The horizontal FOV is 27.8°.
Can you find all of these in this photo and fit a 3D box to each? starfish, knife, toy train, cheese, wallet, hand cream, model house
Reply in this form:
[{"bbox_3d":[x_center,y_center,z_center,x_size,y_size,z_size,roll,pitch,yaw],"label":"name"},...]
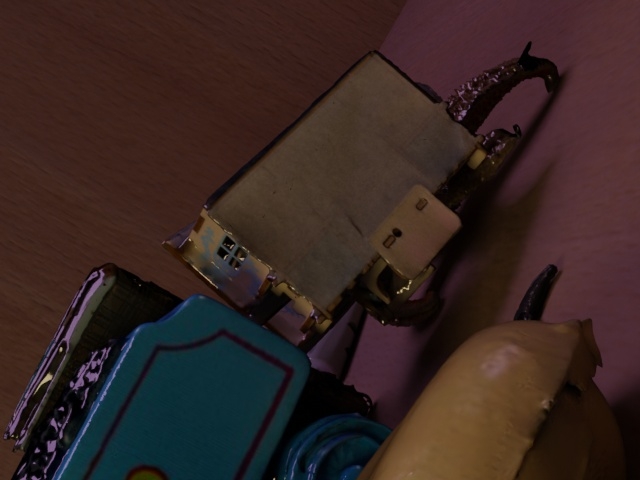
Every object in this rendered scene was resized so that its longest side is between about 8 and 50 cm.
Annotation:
[{"bbox_3d":[0.113,-0.064,1.249,0.303,0.113,0.312,-60,16,19],"label":"starfish"},{"bbox_3d":[0.124,0.099,0.859,0.045,0.021,0.222,-48,12,43],"label":"knife"},{"bbox_3d":[-0.091,0.204,0.926,0.300,0.265,0.188,-64,12,-23],"label":"toy train"},{"bbox_3d":[0.051,0.173,0.652,0.316,0.128,0.259,-56,5,-5],"label":"cheese"},{"bbox_3d":[-0.102,0.151,1.105,0.044,0.317,0.169,25,85,51],"label":"wallet"},{"bbox_3d":[0.019,0.100,1.461,0.080,0.050,0.234,-55,5,36],"label":"hand cream"},{"bbox_3d":[0.000,0.000,1.079,0.271,0.178,0.206,-49,-2,-35],"label":"model house"}]

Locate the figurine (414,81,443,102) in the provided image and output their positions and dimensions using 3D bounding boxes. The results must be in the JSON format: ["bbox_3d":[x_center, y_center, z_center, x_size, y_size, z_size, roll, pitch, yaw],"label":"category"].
[{"bbox_3d":[0.086,-0.118,1.570,0.184,0.128,0.208,-56,0,44],"label":"figurine"}]
